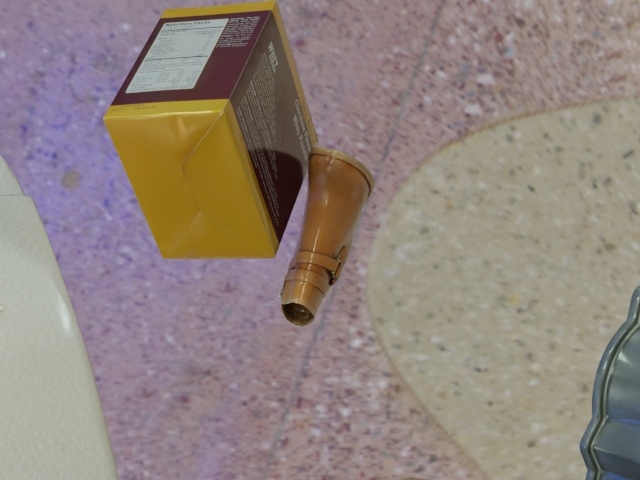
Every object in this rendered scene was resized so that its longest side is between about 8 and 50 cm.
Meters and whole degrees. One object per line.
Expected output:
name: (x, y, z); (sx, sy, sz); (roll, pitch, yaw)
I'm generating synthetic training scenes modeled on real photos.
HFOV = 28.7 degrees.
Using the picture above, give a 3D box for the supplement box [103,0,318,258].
supplement box: (-0.105, -0.114, 1.298); (0.129, 0.191, 0.194); (-1, 43, 19)

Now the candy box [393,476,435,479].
candy box: (0.129, 0.353, 1.521); (0.316, 0.182, 0.088); (-11, 84, 58)

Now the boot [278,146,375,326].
boot: (0.000, 0.000, 1.349); (0.073, 0.197, 0.152); (18, 66, 15)

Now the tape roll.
tape roll: (-0.195, 0.129, 0.636); (0.392, 0.072, 0.392); (24, 119, 56)

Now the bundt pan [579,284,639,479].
bundt pan: (0.362, 0.155, 1.003); (0.124, 0.330, 0.331); (17, 88, 51)
